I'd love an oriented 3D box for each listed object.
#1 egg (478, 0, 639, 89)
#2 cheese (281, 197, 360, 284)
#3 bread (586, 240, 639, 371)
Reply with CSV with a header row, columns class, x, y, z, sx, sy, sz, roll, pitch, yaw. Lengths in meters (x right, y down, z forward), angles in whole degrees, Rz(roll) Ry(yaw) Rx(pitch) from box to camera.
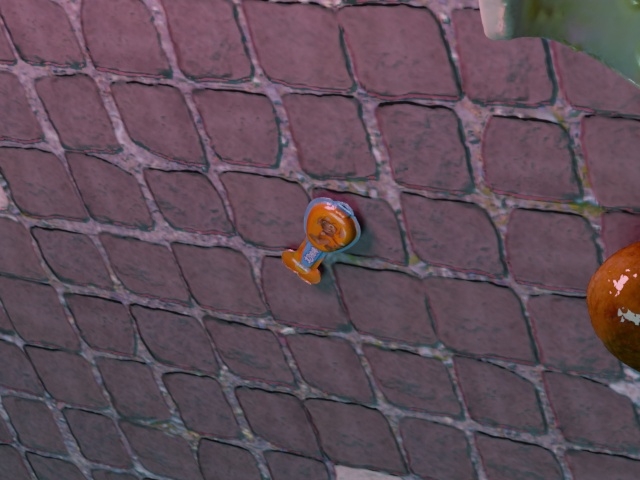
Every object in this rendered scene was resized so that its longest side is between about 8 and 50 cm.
class,x,y,z,sx,sy,sz,roll,pitch,yaw
egg,0.202,-0.167,0.999,0.271,0.206,0.162,24,178,-20
cheese,0.000,-0.001,1.449,0.047,0.017,0.111,39,143,3
bread,0.340,0.077,1.206,0.344,0.084,0.124,16,160,25
